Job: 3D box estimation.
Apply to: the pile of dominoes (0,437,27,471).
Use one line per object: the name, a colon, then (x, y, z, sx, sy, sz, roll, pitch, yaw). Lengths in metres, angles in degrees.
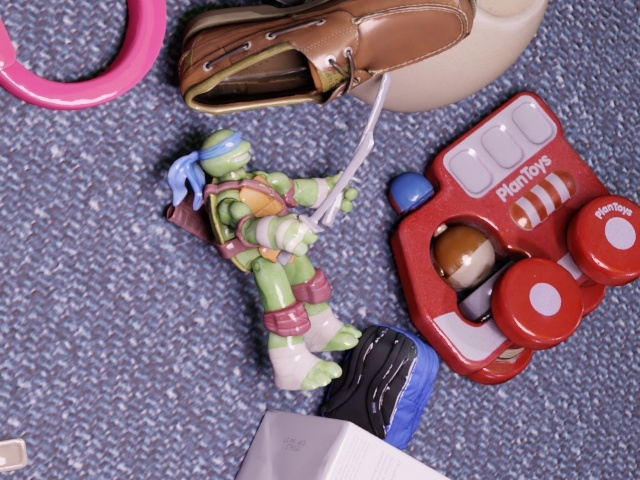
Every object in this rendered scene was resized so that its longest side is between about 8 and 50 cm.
pile of dominoes: (-0.378, 0.298, 1.593, 0.251, 0.040, 0.196, -9, 97, -22)

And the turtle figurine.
turtle figurine: (0.000, 0.000, 1.700, 0.274, 0.198, 0.266, -19, 110, -10)

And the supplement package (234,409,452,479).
supplement package: (0.062, 0.322, 1.755, 0.293, 0.177, 0.175, 32, 74, -26)

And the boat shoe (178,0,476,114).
boat shoe: (0.008, -0.184, 1.679, 0.104, 0.307, 0.111, -89, 161, -44)

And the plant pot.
plant pot: (0.139, -0.284, 1.799, 0.284, 0.191, 0.284, 0, 90, -30)

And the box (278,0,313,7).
box: (-0.029, -0.380, 1.667, 0.184, 0.103, 0.261, 18, 112, -40)

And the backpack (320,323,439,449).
backpack: (0.071, 0.154, 1.806, 0.101, 0.098, 0.120, 23, 87, -59)

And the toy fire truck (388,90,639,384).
toy fire truck: (0.204, -0.001, 1.871, 0.302, 0.169, 0.254, -36, 83, -26)

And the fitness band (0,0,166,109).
fitness band: (-0.267, -0.270, 1.645, 0.209, 0.054, 0.291, -28, 104, -30)
